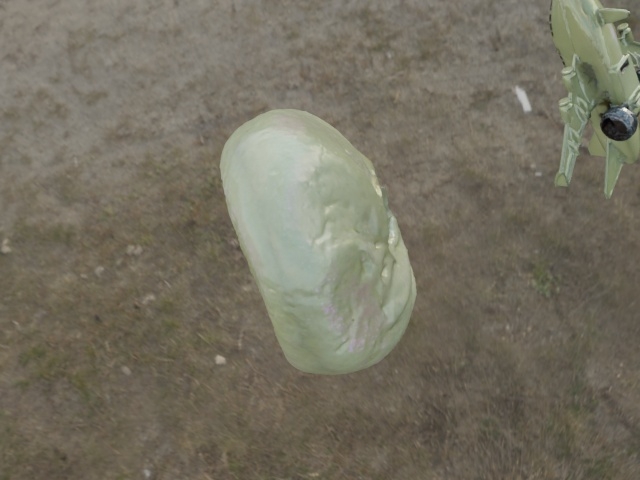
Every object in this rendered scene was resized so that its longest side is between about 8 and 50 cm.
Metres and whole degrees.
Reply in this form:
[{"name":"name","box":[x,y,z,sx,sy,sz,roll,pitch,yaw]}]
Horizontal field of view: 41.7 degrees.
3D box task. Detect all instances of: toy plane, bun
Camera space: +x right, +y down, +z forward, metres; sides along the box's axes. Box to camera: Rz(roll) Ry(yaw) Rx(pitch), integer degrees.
[{"name":"toy plane","box":[0.306,-0.170,0.906,0.092,0.244,0.229,15,54,43]},{"name":"bun","box":[0.002,-0.002,1.119,0.213,0.361,0.361,-20,64,-4]}]
